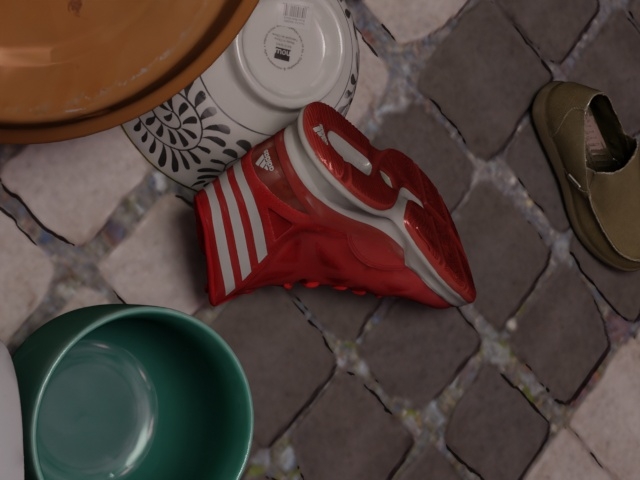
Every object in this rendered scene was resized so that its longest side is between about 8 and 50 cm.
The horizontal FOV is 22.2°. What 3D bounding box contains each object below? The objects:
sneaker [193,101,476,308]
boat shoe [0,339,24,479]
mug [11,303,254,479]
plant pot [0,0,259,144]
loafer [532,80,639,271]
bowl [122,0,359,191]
[{"bbox_3d":[0.000,0.000,0.996,0.221,0.128,0.087,41,29,-48],"label":"sneaker"},{"bbox_3d":[-0.239,0.202,0.815,0.119,0.121,0.335,17,82,-33],"label":"boat shoe"},{"bbox_3d":[-0.126,0.104,0.897,0.157,0.097,0.129,-22,100,-28],"label":"mug"},{"bbox_3d":[-0.145,-0.175,0.774,0.290,0.203,0.291,-3,106,-10],"label":"plant pot"},{"bbox_3d":[0.194,-0.042,1.113,0.056,0.050,0.148,-40,108,-25],"label":"loafer"},{"bbox_3d":[-0.035,-0.111,0.966,0.170,0.080,0.170,0,89,-31],"label":"bowl"}]
